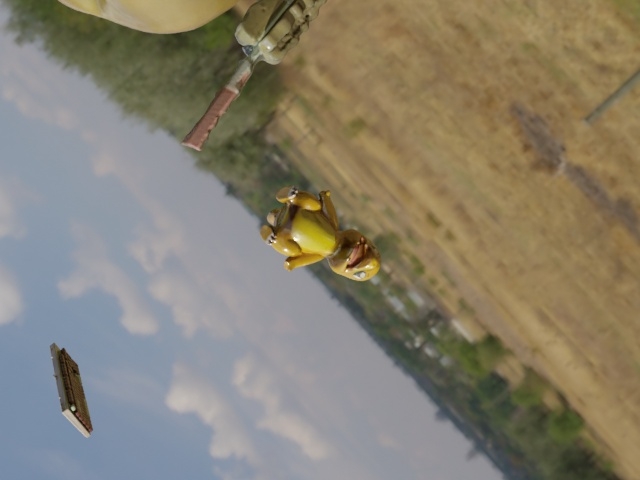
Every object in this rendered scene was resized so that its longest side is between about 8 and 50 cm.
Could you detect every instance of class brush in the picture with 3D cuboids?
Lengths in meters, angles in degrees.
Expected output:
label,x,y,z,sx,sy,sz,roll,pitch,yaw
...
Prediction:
label,x,y,z,sx,sy,sz,roll,pitch,yaw
brush,-0.096,-0.242,1.541,0.084,0.301,0.071,20,155,33

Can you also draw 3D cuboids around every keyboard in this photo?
label,x,y,z,sx,sy,sz,roll,pitch,yaw
keyboard,-0.314,0.183,1.438,0.055,0.017,0.166,54,180,-30

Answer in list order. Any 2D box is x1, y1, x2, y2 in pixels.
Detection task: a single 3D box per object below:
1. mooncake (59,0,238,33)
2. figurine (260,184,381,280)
label,x,y,z,sx,sy,sz,roll,pitch,yaw
mooncake,-0.153,-0.307,1.039,0.235,0.235,0.117,48,174,31
figurine,0.000,0.001,1.566,0.176,0.121,0.122,28,171,-13
